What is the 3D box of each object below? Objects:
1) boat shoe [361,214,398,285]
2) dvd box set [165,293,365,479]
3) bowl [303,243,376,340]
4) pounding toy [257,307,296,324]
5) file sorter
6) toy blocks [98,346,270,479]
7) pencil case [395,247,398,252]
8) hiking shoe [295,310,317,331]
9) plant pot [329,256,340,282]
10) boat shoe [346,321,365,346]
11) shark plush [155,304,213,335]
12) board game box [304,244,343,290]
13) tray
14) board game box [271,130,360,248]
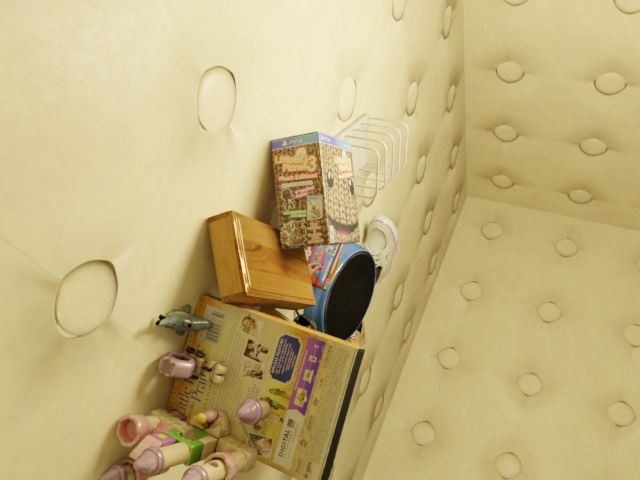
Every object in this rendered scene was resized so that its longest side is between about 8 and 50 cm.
[{"bbox_3d":[0.221,0.064,2.322,0.156,0.136,0.366,-53,159,-35],"label":"boat shoe"},{"bbox_3d":[-0.136,0.323,1.271,0.062,0.421,0.307,23,82,-65],"label":"dvd box set"},{"bbox_3d":[0.084,0.199,2.068,0.391,0.077,0.390,-33,132,-46],"label":"bowl"},{"bbox_3d":[-0.159,0.243,1.558,0.130,0.141,0.100,-52,176,-43],"label":"pounding toy"},{"bbox_3d":[0.167,-0.285,1.910,0.277,0.173,0.192,-46,143,-48],"label":"file sorter"},{"bbox_3d":[-0.295,0.408,1.146,0.260,0.289,0.308,18,88,-62],"label":"toy blocks"},{"bbox_3d":[0.284,-0.002,2.455,0.086,0.088,0.206,-68,155,-21],"label":"pencil case"},{"bbox_3d":[-0.038,0.335,1.832,0.086,0.226,0.114,-32,140,4],"label":"hiking shoe"},{"bbox_3d":[-0.008,0.068,1.822,0.134,0.095,0.134,-45,142,-51],"label":"plant pot"},{"bbox_3d":[0.104,0.406,2.272,0.341,0.122,0.110,-37,133,-70],"label":"boat shoe"},{"bbox_3d":[-0.305,0.174,1.246,0.073,0.067,0.161,-69,156,-13],"label":"shark plush"},{"bbox_3d":[0.000,0.000,1.742,0.027,0.145,0.281,111,1,-74],"label":"board game box"},{"bbox_3d":[-0.134,0.066,1.450,0.411,0.076,0.202,22,53,-66],"label":"tray"},{"bbox_3d":[-0.007,-0.129,1.540,0.232,0.141,0.290,-5,90,-66],"label":"board game box"}]
